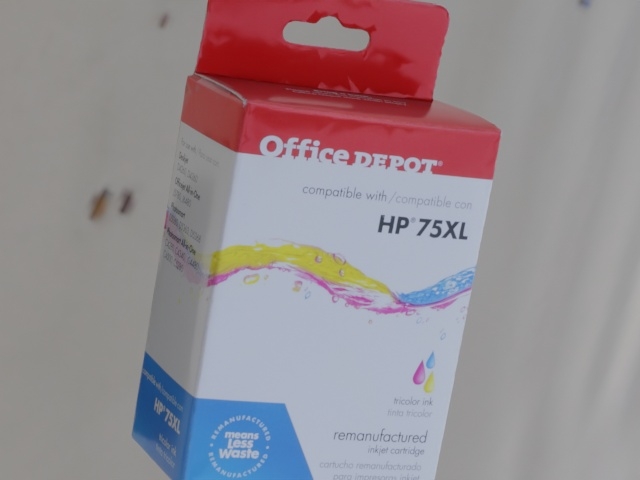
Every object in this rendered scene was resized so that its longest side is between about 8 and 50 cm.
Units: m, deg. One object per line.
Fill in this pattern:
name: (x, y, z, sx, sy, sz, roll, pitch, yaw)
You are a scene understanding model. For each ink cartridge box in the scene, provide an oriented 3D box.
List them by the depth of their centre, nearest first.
ink cartridge box: (0.000, 0.000, 0.919, 0.134, 0.078, 0.231, 4, 103, -24)
